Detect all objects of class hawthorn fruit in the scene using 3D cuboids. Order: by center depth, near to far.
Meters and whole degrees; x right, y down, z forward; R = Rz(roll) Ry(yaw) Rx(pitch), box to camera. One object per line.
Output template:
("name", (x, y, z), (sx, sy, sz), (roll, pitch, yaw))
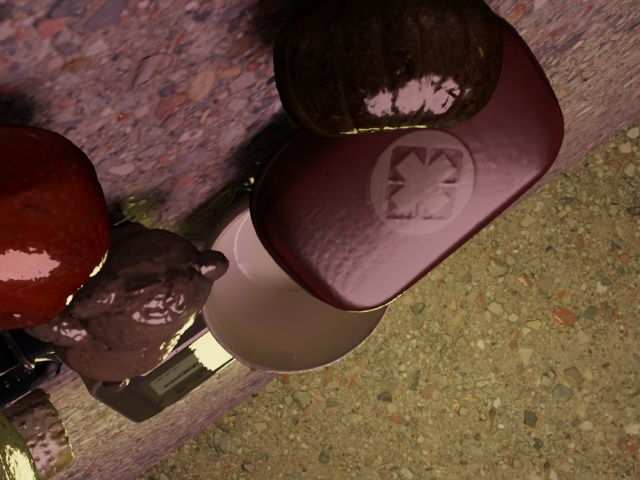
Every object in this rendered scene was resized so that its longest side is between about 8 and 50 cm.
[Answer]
("hawthorn fruit", (-0.257, -0.015, 0.668), (0.179, 0.174, 0.173), (4, 148, -27))

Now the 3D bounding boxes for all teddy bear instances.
("teddy bear", (-0.232, 0.075, 1.028), (0.235, 0.151, 0.267), (-17, 157, -31))

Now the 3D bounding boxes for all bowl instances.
("bowl", (-0.043, 0.033, 1.214), (0.277, 0.277, 0.145), (-35, -151, 2))

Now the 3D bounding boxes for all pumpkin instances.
("pumpkin", (0.060, -0.178, 0.812), (0.218, 0.163, 0.219), (-9, -175, 1))

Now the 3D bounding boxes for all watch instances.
("watch", (-0.422, 0.174, 1.122), (0.193, 0.068, 0.206), (-29, 170, -34))

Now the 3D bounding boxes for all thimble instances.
("thimble", (-0.475, 0.315, 1.349), (0.143, 0.137, 0.191), (-25, 150, -26))

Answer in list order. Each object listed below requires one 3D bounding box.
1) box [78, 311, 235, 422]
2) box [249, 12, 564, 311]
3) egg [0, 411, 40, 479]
("box", (-0.201, 0.156, 1.447), (0.367, 0.090, 0.373), (-35, 163, -10))
("box", (0.109, -0.091, 1.067), (0.404, 0.263, 0.108), (-40, -153, 4))
("egg", (-0.448, 0.270, 0.883), (0.287, 0.288, 0.379), (-34, 161, 1))
